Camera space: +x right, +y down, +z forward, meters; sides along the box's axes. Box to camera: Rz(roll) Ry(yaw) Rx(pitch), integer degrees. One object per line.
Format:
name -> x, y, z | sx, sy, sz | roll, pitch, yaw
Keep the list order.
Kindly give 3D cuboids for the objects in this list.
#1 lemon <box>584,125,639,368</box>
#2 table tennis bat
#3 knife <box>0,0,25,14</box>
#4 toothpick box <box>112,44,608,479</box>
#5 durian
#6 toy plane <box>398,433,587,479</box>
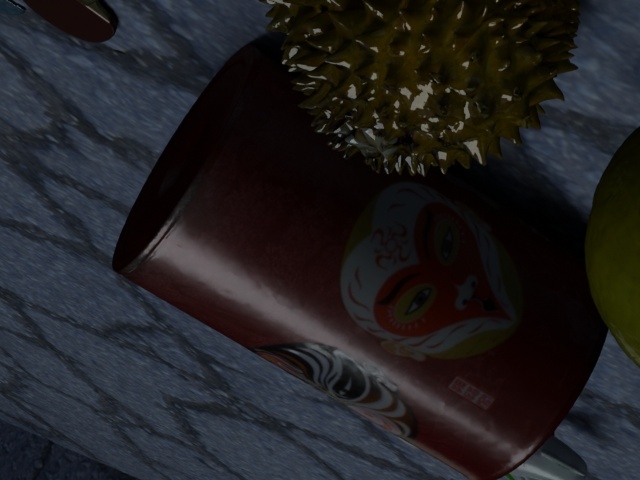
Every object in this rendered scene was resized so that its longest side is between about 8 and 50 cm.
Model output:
lemon -> 0.251, 0.015, 1.027 | 0.184, 0.184, 0.248 | 17, 160, 32
table tennis bat -> -0.195, -0.192, 1.383 | 0.087, 0.013, 0.156 | 35, 164, -18
knife -> -0.392, -0.256, 1.492 | 0.313, 0.019, 0.044 | 24, 161, 4
toothpick box -> 0.033, 0.021, 1.338 | 0.333, 0.204, 0.204 | 32, 163, -15
durian -> 0.042, -0.113, 1.059 | 0.183, 0.138, 0.250 | 23, 171, -16
toy plane -> 0.175, 0.202, 1.844 | 0.255, 0.101, 0.251 | 25, 164, 22
